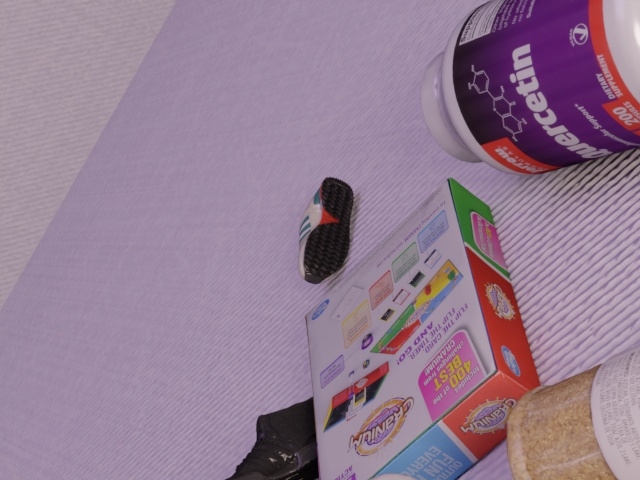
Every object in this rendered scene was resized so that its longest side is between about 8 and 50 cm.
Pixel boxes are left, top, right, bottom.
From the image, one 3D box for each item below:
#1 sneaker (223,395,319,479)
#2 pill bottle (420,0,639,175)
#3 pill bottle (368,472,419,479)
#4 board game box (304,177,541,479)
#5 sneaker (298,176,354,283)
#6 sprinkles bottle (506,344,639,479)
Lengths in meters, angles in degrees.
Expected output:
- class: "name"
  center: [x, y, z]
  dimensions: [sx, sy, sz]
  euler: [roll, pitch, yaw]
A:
- class: "sneaker"
  center: [-0.051, 0.224, 1.399]
  dimensions: [0.170, 0.051, 0.089]
  euler: [-20, 46, -20]
- class: "pill bottle"
  center: [0.240, -0.164, 1.250]
  dimensions: [0.323, 0.181, 0.182]
  euler: [-16, 46, 56]
- class: "pill bottle"
  center: [0.001, 0.335, 1.108]
  dimensions: [0.283, 0.160, 0.160]
  euler: [-43, 28, 26]
- class: "board game box"
  center: [0.091, 0.114, 1.327]
  dimensions: [0.242, 0.064, 0.317]
  euler: [-44, 27, 25]
- class: "sneaker"
  center: [0.000, 0.000, 1.663]
  dimensions: [0.075, 0.057, 0.161]
  euler: [127, 160, -50]
- class: "sprinkles bottle"
  center: [0.290, 0.104, 0.902]
  dimensions: [0.355, 0.121, 0.121]
  euler: [-32, 34, 43]
